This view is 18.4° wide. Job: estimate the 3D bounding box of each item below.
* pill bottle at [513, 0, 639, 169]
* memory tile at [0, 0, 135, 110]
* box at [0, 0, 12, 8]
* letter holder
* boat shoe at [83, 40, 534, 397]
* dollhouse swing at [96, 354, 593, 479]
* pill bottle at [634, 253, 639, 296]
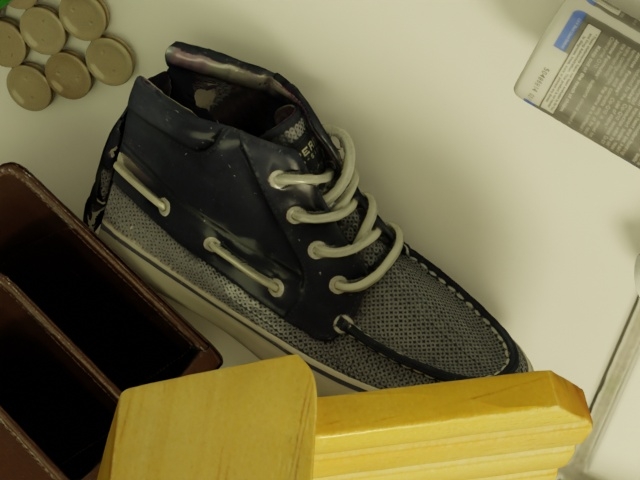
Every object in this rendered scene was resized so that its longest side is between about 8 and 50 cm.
[{"bbox_3d":[0.193,-0.088,1.194,0.137,0.078,0.078,31,128,5],"label":"pill bottle"},{"bbox_3d":[-0.201,-0.164,1.375,0.113,0.012,0.148,-15,113,32],"label":"memory tile"},{"bbox_3d":[-0.330,-0.278,1.290,0.231,0.127,0.262,14,122,18],"label":"box"},{"bbox_3d":[-0.245,0.099,1.416,0.214,0.152,0.302,46,147,-5],"label":"letter holder"},{"bbox_3d":[0.000,0.000,1.306,0.340,0.127,0.158,26,135,10],"label":"boat shoe"},{"bbox_3d":[-0.004,0.260,1.230,0.304,0.315,0.347,9,148,-9],"label":"dollhouse swing"},{"bbox_3d":[0.244,0.020,1.259,0.083,0.043,0.043,-5,117,27],"label":"pill bottle"}]
